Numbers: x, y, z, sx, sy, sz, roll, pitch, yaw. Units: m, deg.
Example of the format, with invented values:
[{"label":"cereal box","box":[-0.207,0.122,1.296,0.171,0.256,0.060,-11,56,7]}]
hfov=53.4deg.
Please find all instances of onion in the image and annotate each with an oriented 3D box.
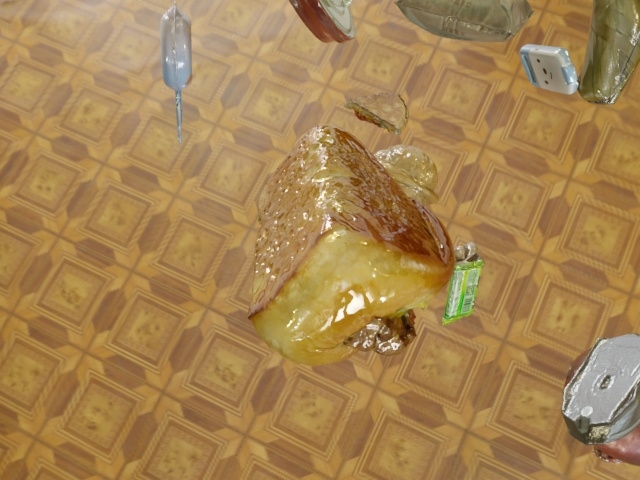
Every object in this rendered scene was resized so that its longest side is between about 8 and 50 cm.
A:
[{"label":"onion","box":[0.785,0.405,1.635,0.341,0.341,0.341,-1,72,4]}]

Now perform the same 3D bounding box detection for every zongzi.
[{"label":"zongzi","box":[0.682,-0.502,1.559,0.289,0.123,0.260,31,93,-30]}]

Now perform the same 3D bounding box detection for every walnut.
[{"label":"walnut","box":[0.232,-0.163,1.841,0.257,0.257,0.224,30,92,13]}]

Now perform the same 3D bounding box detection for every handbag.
[{"label":"handbag","box":[0.309,-0.481,1.320,0.270,0.117,0.182,25,39,26]}]

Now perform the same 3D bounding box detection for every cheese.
[{"label":"cheese","box":[-0.245,-0.296,1.094,0.052,0.244,0.135,-1,40,-10]}]

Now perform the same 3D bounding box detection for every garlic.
[{"label":"garlic","box":[0.413,0.064,1.832,0.127,0.194,0.131,4,83,3]}]

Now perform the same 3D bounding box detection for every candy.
[{"label":"candy","box":[0.367,0.134,1.656,0.102,0.178,0.032,-8,28,-26]}]

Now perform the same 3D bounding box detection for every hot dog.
[{"label":"hot dog","box":[0.043,0.009,0.841,0.223,0.405,0.185,29,115,-19]}]

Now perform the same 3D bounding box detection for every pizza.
[{"label":"pizza","box":[0.099,-0.196,0.967,0.100,0.029,0.099,32,44,17]}]

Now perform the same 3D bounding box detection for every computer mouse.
[{"label":"computer mouse","box":[0.467,0.231,0.997,0.231,0.126,0.071,-47,108,-26]}]

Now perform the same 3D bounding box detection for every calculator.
[{"label":"calculator","box":[0.571,-0.431,1.598,0.039,0.210,0.121,-31,116,-3]}]

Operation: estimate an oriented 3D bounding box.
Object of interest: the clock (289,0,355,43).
[{"label":"clock","box":[-0.017,-0.503,1.137,0.080,0.318,0.318,-21,71,20]}]
